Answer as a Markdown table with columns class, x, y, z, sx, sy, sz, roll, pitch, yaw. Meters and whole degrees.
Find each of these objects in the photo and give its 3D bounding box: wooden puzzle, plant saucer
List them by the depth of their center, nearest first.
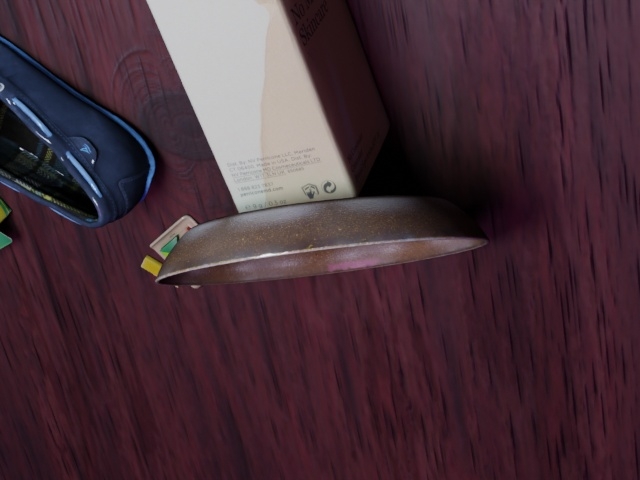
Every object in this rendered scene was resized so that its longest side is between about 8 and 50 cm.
| class | x | y | z | sx | sy | sz | roll | pitch | yaw |
| --- | --- | --- | --- | --- | --- | --- | --- | --- | --- |
| plant saucer | 0.000 | 0.000 | 1.301 | 0.310 | 0.310 | 0.050 | -8 | 84 | 24 |
| wooden puzzle | -0.139 | 0.015 | 1.499 | 0.078 | 0.014 | 0.116 | 37 | 127 | -9 |

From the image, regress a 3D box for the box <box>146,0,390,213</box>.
| class | x | y | z | sx | sy | sz | roll | pitch | yaw |
| --- | --- | --- | --- | --- | --- | --- | --- | --- | --- |
| box | -0.054 | -0.191 | 1.243 | 0.121 | 0.148 | 0.311 | -9 | 122 | 24 |

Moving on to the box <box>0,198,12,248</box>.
| class | x | y | z | sx | sy | sz | roll | pitch | yaw |
| --- | --- | --- | --- | --- | --- | --- | --- | --- | --- |
| box | -0.420 | -0.051 | 1.534 | 0.105 | 0.043 | 0.179 | -27 | 109 | 32 |

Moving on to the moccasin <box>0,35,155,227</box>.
| class | x | y | z | sx | sy | sz | roll | pitch | yaw |
| --- | --- | --- | --- | --- | --- | --- | --- | --- | --- |
| moccasin | -0.330 | -0.128 | 1.398 | 0.342 | 0.117 | 0.138 | 25 | 129 | 5 |
